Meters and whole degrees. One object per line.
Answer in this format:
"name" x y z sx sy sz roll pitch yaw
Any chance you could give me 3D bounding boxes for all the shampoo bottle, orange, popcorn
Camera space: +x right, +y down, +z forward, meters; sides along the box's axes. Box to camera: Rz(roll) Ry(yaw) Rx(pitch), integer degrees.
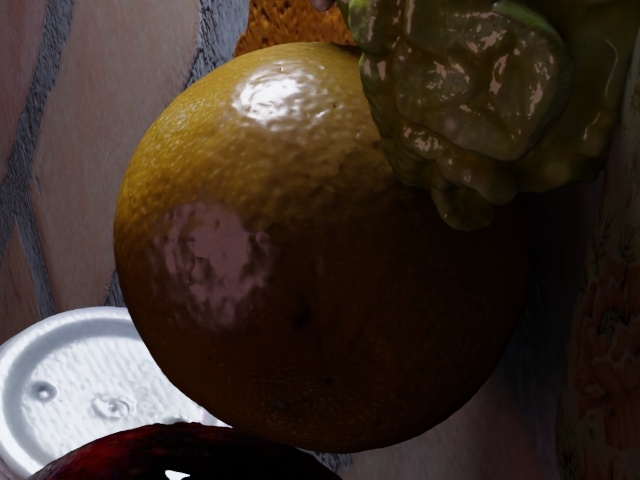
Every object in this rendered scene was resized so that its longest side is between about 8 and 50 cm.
"shampoo bottle" -0.180 0.214 1.592 0.266 0.273 0.273 97 156 -46
"orange" 0.000 0.000 1.156 0.264 0.264 0.264 176 90 -67
"popcorn" 0.101 -0.116 0.993 0.167 0.186 0.187 105 143 -63

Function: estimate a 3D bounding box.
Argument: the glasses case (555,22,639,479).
"glasses case" 0.197 -0.019 0.876 0.156 0.098 0.425 -129 41 -51

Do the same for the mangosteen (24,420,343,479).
"mangosteen" -0.086 0.338 1.268 0.421 0.381 0.381 -111 28 -46

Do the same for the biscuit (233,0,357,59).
"biscuit" 0.013 -0.112 1.373 0.284 0.043 0.306 126 133 -55

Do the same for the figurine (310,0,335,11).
"figurine" 0.068 -0.255 1.103 0.260 0.103 0.205 -29 53 45
